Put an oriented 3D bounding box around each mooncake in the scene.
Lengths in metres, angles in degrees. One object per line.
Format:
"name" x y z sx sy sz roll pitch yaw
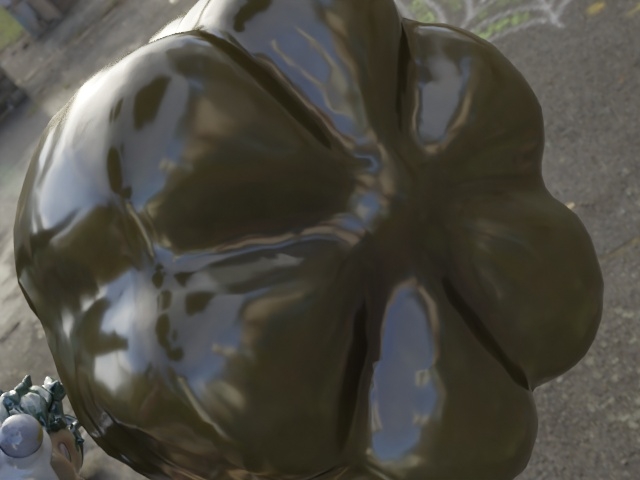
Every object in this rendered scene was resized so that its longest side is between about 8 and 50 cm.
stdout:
"mooncake" 0.000 0.000 0.787 0.262 0.467 0.467 -25 31 56

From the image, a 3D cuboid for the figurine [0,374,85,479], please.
"figurine" -0.336 0.319 1.087 0.382 0.186 0.261 -117 39 -50
